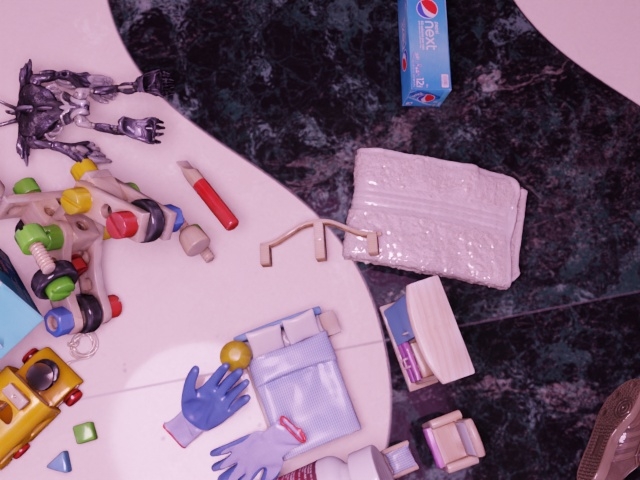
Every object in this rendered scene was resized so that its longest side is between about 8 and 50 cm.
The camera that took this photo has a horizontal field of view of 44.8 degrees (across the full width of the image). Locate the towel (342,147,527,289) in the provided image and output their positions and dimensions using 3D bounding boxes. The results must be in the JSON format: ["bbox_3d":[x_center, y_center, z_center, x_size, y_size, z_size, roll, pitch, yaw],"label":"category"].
[{"bbox_3d":[0.182,-0.034,1.221,0.282,0.049,0.187,10,75,-3],"label":"towel"}]

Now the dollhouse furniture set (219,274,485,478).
[{"bbox_3d":[0.041,0.219,1.069,0.303,0.198,0.286,-18,79,-9],"label":"dollhouse furniture set"}]

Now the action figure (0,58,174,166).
[{"bbox_3d":[-0.355,-0.186,1.162,0.276,0.141,0.164,2,84,21],"label":"action figure"}]

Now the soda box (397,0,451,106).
[{"bbox_3d":[0.169,-0.330,1.279,0.067,0.071,0.210,1,76,-6],"label":"soda box"}]

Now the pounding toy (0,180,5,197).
[{"bbox_3d":[-0.578,-0.109,1.081,0.154,0.154,0.269,-44,45,-20],"label":"pounding toy"}]

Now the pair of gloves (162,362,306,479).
[{"bbox_3d":[-0.125,0.262,1.084,0.198,0.023,0.159,46,109,-2],"label":"pair of gloves"}]

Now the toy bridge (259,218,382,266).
[{"bbox_3d":[0.000,0.000,1.181,0.188,0.026,0.063,-7,72,9],"label":"toy bridge"}]

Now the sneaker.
[{"bbox_3d":[0.454,0.301,1.169,0.071,0.066,0.188,35,80,-14],"label":"sneaker"}]

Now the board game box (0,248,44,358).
[{"bbox_3d":[-0.533,0.150,0.994,0.336,0.254,0.079,-45,124,-11],"label":"board game box"}]

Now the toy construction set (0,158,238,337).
[{"bbox_3d":[-0.308,-0.042,1.105,0.309,0.257,0.237,-26,67,-32],"label":"toy construction set"}]

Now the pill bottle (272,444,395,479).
[{"bbox_3d":[-0.010,0.362,1.034,0.221,0.121,0.121,-26,80,8],"label":"pill bottle"}]

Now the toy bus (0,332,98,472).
[{"bbox_3d":[-0.412,0.220,1.070,0.191,0.104,0.202,-2,77,-6],"label":"toy bus"}]
